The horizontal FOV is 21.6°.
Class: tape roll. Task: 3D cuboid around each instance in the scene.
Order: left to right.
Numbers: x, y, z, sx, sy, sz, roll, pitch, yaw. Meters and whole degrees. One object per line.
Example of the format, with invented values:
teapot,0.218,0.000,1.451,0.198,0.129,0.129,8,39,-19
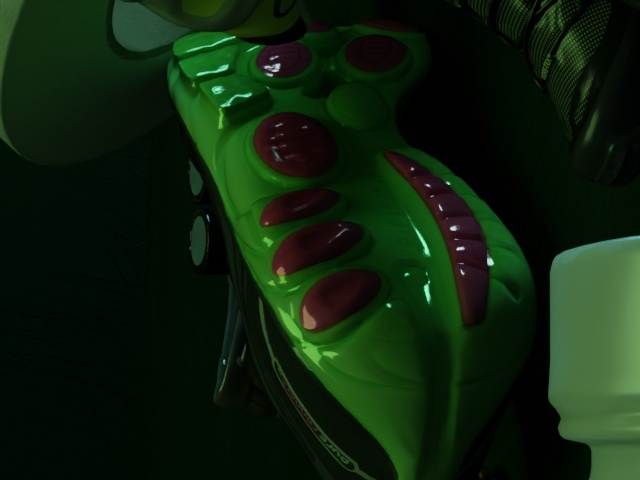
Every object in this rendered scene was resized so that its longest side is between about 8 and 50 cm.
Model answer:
tape roll,-0.084,-0.218,1.070,0.072,0.392,0.392,41,152,13

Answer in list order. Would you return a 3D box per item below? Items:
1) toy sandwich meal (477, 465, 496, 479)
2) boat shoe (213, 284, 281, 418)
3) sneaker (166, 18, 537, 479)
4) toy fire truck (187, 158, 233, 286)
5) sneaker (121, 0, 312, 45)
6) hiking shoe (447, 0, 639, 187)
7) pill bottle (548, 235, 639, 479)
toy sandwich meal,0.089,0.170,0.951,0.085,0.029,0.086,180,90,-79
boat shoe,-0.059,0.001,1.553,0.112,0.095,0.335,113,155,-64
sneaker,0.000,0.000,1.030,0.483,0.185,0.202,-102,13,-59
toy fire truck,-0.036,-0.086,1.357,0.246,0.158,0.217,152,119,-65
sneaker,0.020,-0.271,0.835,0.385,0.147,0.145,-51,34,15
hiking shoe,0.085,-0.116,0.744,0.086,0.114,0.227,103,163,-52
pill bottle,0.129,0.141,0.397,0.161,0.161,0.283,148,122,-77
